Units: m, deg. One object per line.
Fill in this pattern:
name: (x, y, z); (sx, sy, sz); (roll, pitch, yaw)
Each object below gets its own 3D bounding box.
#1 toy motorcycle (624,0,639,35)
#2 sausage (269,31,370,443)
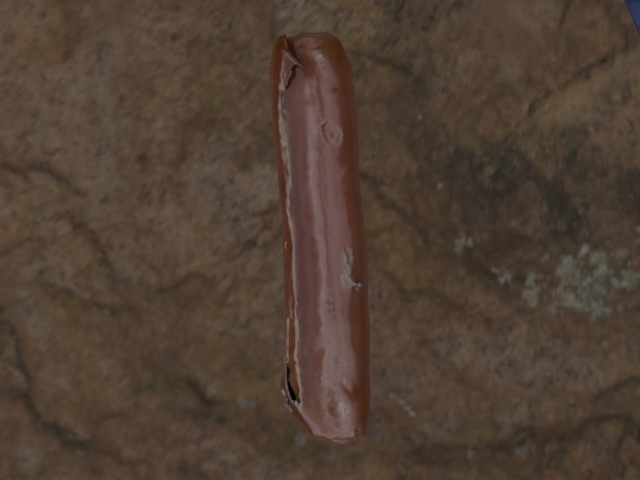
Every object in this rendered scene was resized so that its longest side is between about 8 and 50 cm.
toy motorcycle: (0.121, -0.136, 0.516); (0.205, 0.076, 0.114); (39, 79, -27)
sausage: (0.000, 0.000, 1.354); (0.094, 0.094, 0.418); (-3, 93, -7)
